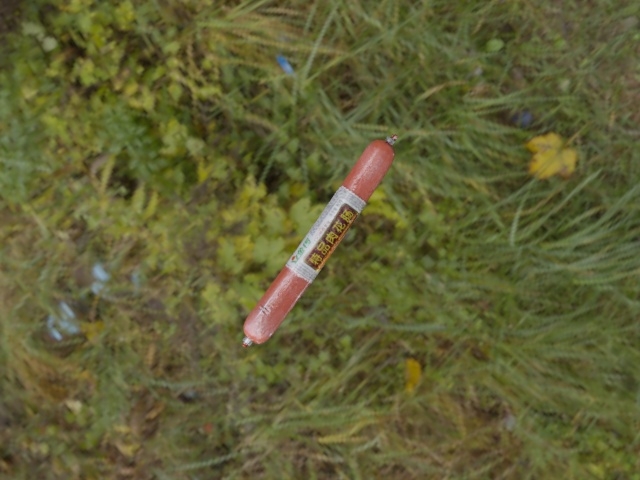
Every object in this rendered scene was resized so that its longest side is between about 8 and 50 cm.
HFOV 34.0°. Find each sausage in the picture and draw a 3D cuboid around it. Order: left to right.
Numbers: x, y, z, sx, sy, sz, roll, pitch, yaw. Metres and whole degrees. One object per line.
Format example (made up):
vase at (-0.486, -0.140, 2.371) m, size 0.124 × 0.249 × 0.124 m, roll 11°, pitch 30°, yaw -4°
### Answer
sausage at (0.000, 0.000, 1.016) m, size 0.034 × 0.253 × 0.034 m, roll 34°, pitch 179°, yaw 0°
